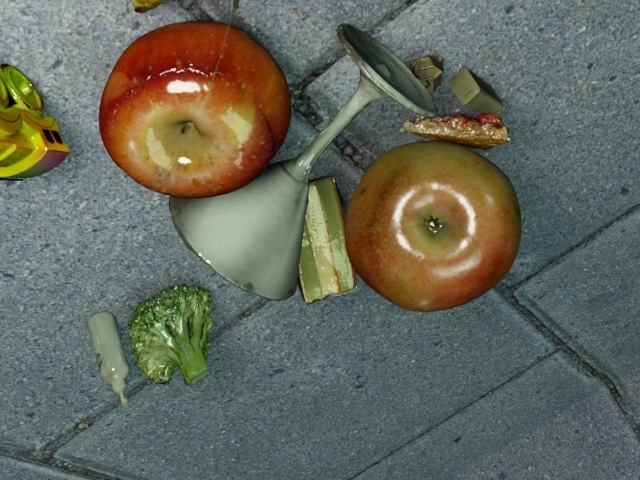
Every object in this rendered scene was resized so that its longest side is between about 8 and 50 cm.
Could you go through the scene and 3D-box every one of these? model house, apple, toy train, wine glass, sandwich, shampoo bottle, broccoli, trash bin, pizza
[{"bbox_3d":[0.183,-0.280,1.719,0.058,0.057,0.083,-12,142,-10],"label":"model house"},{"bbox_3d":[-0.181,-0.194,1.468,0.272,0.206,0.251,-28,123,22],"label":"apple"},{"bbox_3d":[-0.451,-0.161,1.341,0.100,0.160,0.296,-29,174,14],"label":"toy train"},{"bbox_3d":[-0.020,-0.131,1.642,0.267,0.267,0.406,21,119,-46],"label":"wine glass"},{"bbox_3d":[0.197,-0.028,1.813,0.319,0.319,0.277,-26,165,2],"label":"apple"},{"bbox_3d":[0.000,0.000,1.899,0.117,0.144,0.187,-18,145,-13],"label":"sandwich"},{"bbox_3d":[-0.389,0.224,1.909,0.056,0.195,0.056,-16,143,-13],"label":"shampoo bottle"},{"bbox_3d":[-0.276,0.197,1.948,0.194,0.194,0.220,12,126,-40],"label":"broccoli"},{"bbox_3d":[0.277,-0.257,1.801,0.043,0.061,0.092,-42,144,23],"label":"trash bin"},{"bbox_3d":[0.271,-0.198,1.809,0.201,0.193,0.053,9,89,-44],"label":"pizza"}]

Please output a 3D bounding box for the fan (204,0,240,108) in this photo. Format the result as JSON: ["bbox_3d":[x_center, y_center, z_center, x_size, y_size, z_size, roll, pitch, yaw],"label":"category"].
[{"bbox_3d":[-0.109,-0.319,1.325,0.010,0.310,0.182,17,178,1],"label":"fan"}]

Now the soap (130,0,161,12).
[{"bbox_3d":[-0.229,-0.441,1.226,0.169,0.338,0.304,-29,105,-10],"label":"soap"}]
